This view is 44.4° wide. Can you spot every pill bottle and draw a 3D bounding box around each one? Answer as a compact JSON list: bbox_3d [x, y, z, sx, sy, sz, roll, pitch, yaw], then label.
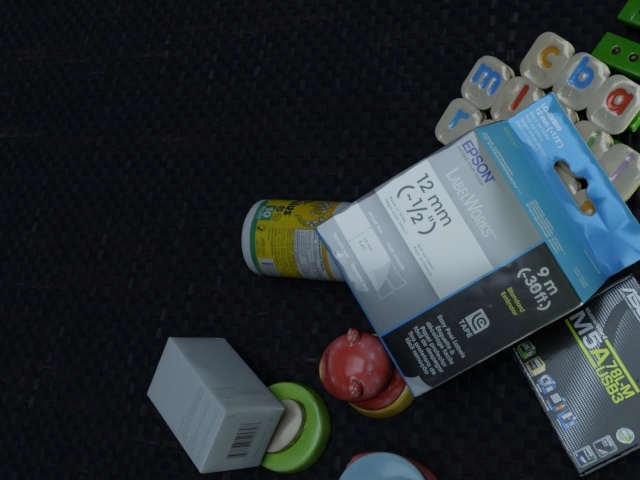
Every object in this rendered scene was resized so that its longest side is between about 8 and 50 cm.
[{"bbox_3d":[0.000,0.000,1.152,0.208,0.117,0.118,3,75,26],"label":"pill bottle"}]

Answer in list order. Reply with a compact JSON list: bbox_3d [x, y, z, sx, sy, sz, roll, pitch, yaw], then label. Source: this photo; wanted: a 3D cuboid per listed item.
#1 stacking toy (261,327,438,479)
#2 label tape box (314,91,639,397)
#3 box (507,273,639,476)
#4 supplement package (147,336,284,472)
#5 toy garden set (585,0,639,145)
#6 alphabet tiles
[{"bbox_3d":[0.010,0.285,1.049,0.279,0.130,0.309,-20,66,17],"label":"stacking toy"},{"bbox_3d":[0.205,-0.001,0.984,0.347,0.115,0.249,-32,83,12],"label":"label tape box"},{"bbox_3d":[0.359,0.168,0.978,0.184,0.045,0.191,-32,64,15],"label":"box"},{"bbox_3d":[-0.153,0.229,1.117,0.179,0.105,0.105,41,115,43],"label":"supplement package"},{"bbox_3d":[0.447,-0.188,1.053,0.203,0.049,0.244,34,89,31],"label":"toy garden set"},{"bbox_3d":[0.292,-0.126,1.070,0.284,0.021,0.278,43,115,28],"label":"alphabet tiles"}]
